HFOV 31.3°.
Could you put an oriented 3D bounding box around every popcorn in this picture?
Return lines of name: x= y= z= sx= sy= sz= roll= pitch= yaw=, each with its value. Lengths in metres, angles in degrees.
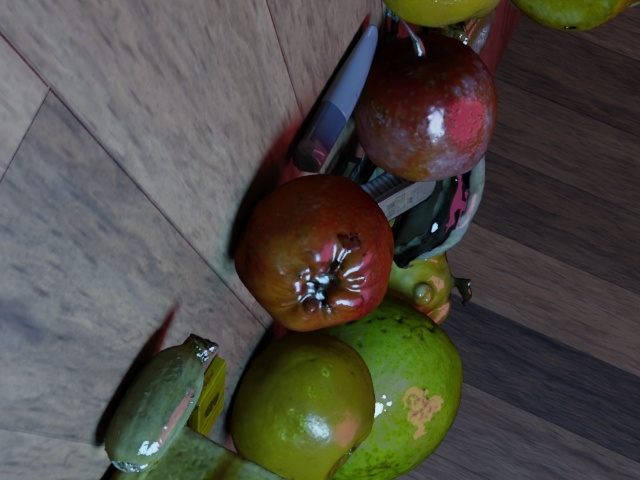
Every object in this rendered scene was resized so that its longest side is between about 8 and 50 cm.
popcorn: x=0.173 y=0.059 z=2.477 sx=0.316 sy=0.280 sz=0.297 roll=134 pitch=-48 yaw=-77

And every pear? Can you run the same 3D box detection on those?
pear: x=0.092 y=0.305 z=2.280 sx=0.391 sy=0.391 sz=0.391 roll=-62 pitch=170 yaw=-20

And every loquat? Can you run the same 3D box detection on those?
loquat: x=0.157 y=-0.371 z=1.486 sx=0.208 sy=0.208 sz=0.208 roll=-62 pitch=170 yaw=-20

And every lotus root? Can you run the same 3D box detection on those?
lotus root: x=-0.186 y=0.183 z=1.321 sx=0.183 sy=0.077 sz=0.090 roll=-59 pitch=175 yaw=-23

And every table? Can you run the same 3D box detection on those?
table: x=0.046 y=-0.083 z=1.954 sx=0.175 sy=0.062 sz=0.146 roll=84 pitch=29 yaw=-46

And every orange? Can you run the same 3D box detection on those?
orange: x=-0.027 y=0.298 z=1.990 sx=0.279 sy=0.235 sz=0.279 roll=-53 pitch=162 yaw=-26

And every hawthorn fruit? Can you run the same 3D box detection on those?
hawthorn fruit: x=0.176 y=-0.211 z=1.810 sx=0.263 sy=0.235 sz=0.231 roll=152 pitch=-65 yaw=-67
hawthorn fruit: x=0.000 y=0.000 z=1.552 sx=0.299 sy=0.211 sz=0.211 roll=-67 pitch=177 yaw=-65

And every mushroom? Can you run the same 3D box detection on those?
mushroom: x=0.193 y=-0.126 z=2.026 sx=0.247 sy=0.130 sz=0.344 roll=-29 pitch=-123 yaw=51

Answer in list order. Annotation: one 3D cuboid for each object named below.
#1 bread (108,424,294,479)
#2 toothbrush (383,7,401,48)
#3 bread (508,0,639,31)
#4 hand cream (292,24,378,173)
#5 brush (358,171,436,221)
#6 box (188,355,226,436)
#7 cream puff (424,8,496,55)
bread: x=-0.180 y=0.435 z=1.499 sx=0.245 sy=0.233 sz=0.362 roll=-57 pitch=168 yaw=-41
toothbrush: x=0.111 y=-0.359 z=1.772 sx=0.028 sy=0.026 sz=0.294 roll=-49 pitch=167 yaw=-10
bread: x=0.494 y=-0.598 z=2.246 sx=0.215 sy=0.398 sz=0.398 roll=-44 pitch=160 yaw=-29
hand cream: x=0.029 y=-0.205 z=1.645 sx=0.079 sy=0.048 sz=0.255 roll=108 pitch=6 yaw=-59
brush: x=0.047 y=-0.039 z=1.846 sx=0.327 sy=0.065 sz=0.070 roll=-31 pitch=151 yaw=-23
box: x=-0.171 y=0.247 z=1.720 sx=0.087 sy=0.023 sz=0.155 roll=-56 pitch=167 yaw=-34
cream puff: x=0.262 y=-0.410 z=2.195 sx=0.165 sy=0.115 sz=0.150 roll=-53 pitch=160 yaw=-17
